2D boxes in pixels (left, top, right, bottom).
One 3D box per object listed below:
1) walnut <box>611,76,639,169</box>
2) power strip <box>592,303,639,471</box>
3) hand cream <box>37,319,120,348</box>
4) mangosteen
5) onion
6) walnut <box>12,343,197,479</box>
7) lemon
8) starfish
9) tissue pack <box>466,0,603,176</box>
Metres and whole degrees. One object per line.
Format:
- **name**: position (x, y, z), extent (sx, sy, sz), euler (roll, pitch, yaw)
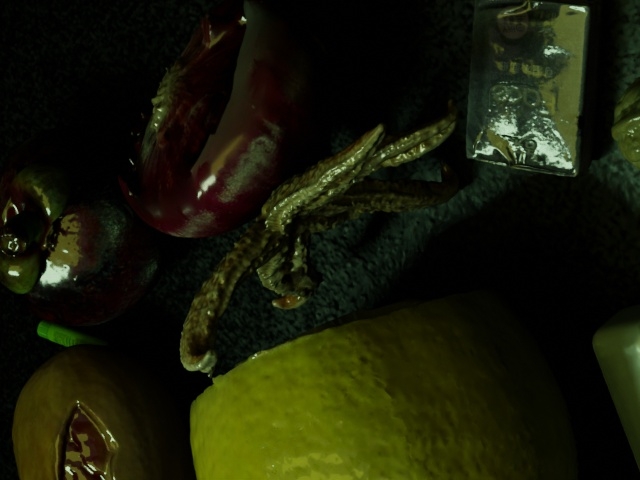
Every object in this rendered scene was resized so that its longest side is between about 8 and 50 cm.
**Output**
- **walnut**: position (0.287, -0.101, 1.253), extent (0.092, 0.092, 0.092), euler (13, 114, 31)
- **power strip**: position (0.345, 0.241, 1.333), extent (0.062, 0.091, 0.385), euler (-17, 98, 39)
- **hand cream**: position (-0.283, 0.121, 1.766), extent (0.122, 0.023, 0.036), euler (17, 137, 28)
- **mangosteen**: position (-0.267, -0.006, 1.591), extent (0.216, 0.216, 0.216), euler (13, 114, 31)
- **onion**: position (-0.059, -0.111, 1.408), extent (0.195, 0.272, 0.272), euler (29, 131, -23)
- **walnut**: position (-0.236, 0.261, 1.680), extent (0.203, 0.203, 0.298), euler (-14, 92, 37)
- **lemon**: position (0.072, 0.231, 1.347), extent (0.364, 0.364, 0.364), euler (13, 114, 31)
- **starfish**: position (-0.009, -0.006, 1.318), extent (0.094, 0.327, 0.375), euler (48, 167, 11)
- **tissue pack**: position (0.190, -0.142, 1.322), extent (0.112, 0.051, 0.156), euler (12, 113, 30)
